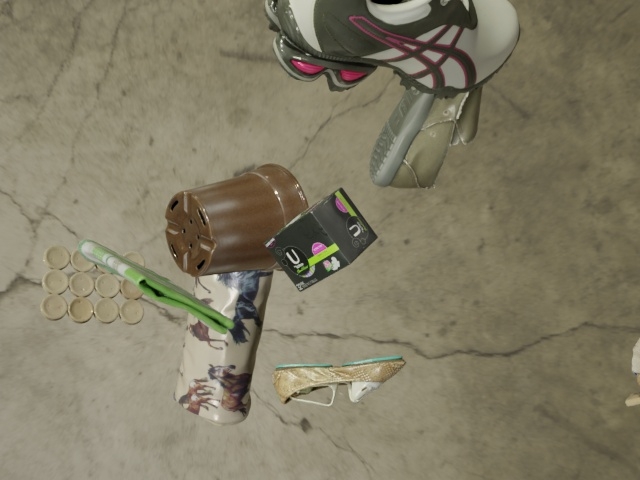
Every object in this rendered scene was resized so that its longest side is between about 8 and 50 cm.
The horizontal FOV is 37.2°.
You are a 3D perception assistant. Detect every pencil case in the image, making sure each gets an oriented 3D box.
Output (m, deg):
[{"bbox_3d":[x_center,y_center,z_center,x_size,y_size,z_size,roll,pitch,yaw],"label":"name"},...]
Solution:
[{"bbox_3d":[-0.185,0.141,1.840,0.159,0.183,0.410,3,109,-21],"label":"pencil case"}]

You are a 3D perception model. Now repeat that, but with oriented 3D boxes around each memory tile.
[{"bbox_3d":[-0.324,0.065,1.361,0.148,0.012,0.113,6,68,-26],"label":"memory tile"}]

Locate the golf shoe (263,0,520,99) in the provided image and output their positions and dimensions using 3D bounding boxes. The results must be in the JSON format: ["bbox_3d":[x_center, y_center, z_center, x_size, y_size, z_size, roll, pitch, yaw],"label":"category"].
[{"bbox_3d":[0.088,-0.186,0.788,0.272,0.120,0.105,-11,72,-38],"label":"golf shoe"}]

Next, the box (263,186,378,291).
[{"bbox_3d":[0.000,0.000,0.895,0.062,0.083,0.052,53,49,-5],"label":"box"}]

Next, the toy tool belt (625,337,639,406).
[{"bbox_3d":[0.197,0.057,0.504,0.083,0.051,0.052,-35,78,-29],"label":"toy tool belt"}]

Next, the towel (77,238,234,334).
[{"bbox_3d":[-0.159,0.044,0.890,0.113,0.152,0.023,31,86,-35],"label":"towel"}]

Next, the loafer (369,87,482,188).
[{"bbox_3d":[0.144,-0.161,1.092,0.087,0.094,0.251,20,123,-17],"label":"loafer"}]

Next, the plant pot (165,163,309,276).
[{"bbox_3d":[-0.129,-0.023,1.399,0.165,0.167,0.167,-11,86,-39],"label":"plant pot"}]

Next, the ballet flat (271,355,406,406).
[{"bbox_3d":[0.030,0.216,1.439,0.206,0.073,0.067,-7,75,10],"label":"ballet flat"}]
